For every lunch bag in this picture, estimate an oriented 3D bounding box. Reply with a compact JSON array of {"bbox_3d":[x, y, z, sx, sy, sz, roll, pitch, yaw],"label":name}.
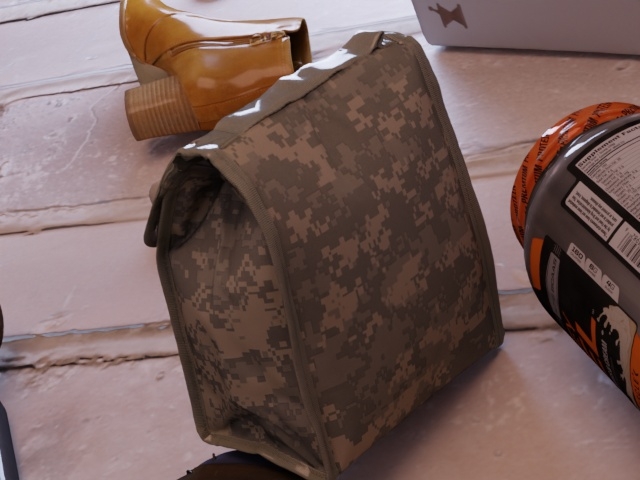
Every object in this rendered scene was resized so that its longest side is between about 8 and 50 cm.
[{"bbox_3d":[0.000,0.000,1.221,0.169,0.287,0.235,14,36,41],"label":"lunch bag"}]

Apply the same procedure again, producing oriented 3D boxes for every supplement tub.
[{"bbox_3d":[0.273,0.029,1.142,0.194,0.193,0.316,-28,34,-6],"label":"supplement tub"}]

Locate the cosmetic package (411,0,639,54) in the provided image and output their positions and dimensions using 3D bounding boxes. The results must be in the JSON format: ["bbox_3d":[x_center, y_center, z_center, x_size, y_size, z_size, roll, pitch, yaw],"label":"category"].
[{"bbox_3d":[0.285,-0.435,1.642,0.327,0.329,0.393,9,47,38],"label":"cosmetic package"}]

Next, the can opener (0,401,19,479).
[{"bbox_3d":[-0.291,0.212,1.332,0.074,0.093,0.280,-26,29,-1],"label":"can opener"}]

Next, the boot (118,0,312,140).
[{"bbox_3d":[-0.118,-0.224,1.817,0.211,0.104,0.295,-15,40,4],"label":"boot"}]

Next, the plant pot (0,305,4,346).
[{"bbox_3d":[-0.407,0.090,1.445,0.215,0.215,0.230,-1,6,30],"label":"plant pot"}]

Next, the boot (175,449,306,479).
[{"bbox_3d":[-0.099,0.219,1.237,0.219,0.082,0.106,-7,16,30],"label":"boot"}]

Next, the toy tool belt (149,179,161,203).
[{"bbox_3d":[-0.131,-0.043,1.620,0.083,0.052,0.051,-27,65,1],"label":"toy tool belt"}]
